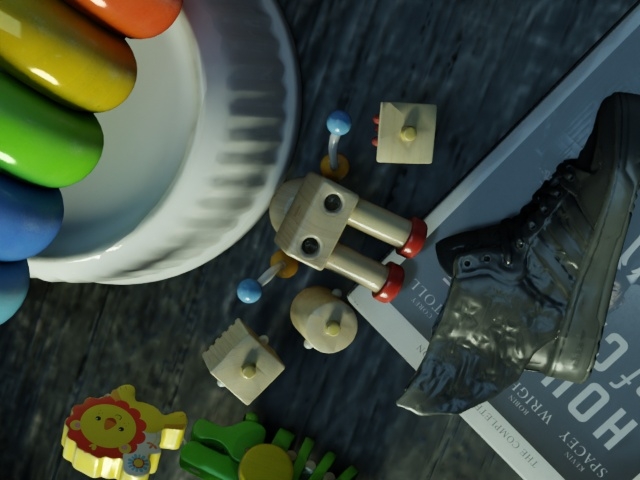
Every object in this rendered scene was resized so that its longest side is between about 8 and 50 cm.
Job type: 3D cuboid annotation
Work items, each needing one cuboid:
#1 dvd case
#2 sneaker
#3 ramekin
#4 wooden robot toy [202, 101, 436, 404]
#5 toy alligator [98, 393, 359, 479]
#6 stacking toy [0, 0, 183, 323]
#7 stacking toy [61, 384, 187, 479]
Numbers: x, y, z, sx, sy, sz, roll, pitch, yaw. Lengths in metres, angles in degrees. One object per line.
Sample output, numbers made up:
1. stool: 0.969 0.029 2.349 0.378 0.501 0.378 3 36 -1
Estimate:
1. dvd case: 0.156 0.009 0.583 0.179 0.029 0.238 45 103 5
2. sneaker: 0.096 0.007 0.555 0.089 0.051 0.170 12 102 7
3. ramekin: -0.121 -0.074 0.595 0.207 0.109 0.207 1 97 13
4. wooden robot toy: 0.000 0.000 0.597 0.076 0.079 0.173 27 93 -20
5. toy alligator: -0.032 0.120 0.628 0.190 0.056 0.051 32 60 9
6. stacking toy: -0.137 -0.069 0.481 0.141 0.141 0.330 37 98 6
7. stacking toy: -0.038 0.183 0.594 0.221 0.052 0.167 25 131 8
